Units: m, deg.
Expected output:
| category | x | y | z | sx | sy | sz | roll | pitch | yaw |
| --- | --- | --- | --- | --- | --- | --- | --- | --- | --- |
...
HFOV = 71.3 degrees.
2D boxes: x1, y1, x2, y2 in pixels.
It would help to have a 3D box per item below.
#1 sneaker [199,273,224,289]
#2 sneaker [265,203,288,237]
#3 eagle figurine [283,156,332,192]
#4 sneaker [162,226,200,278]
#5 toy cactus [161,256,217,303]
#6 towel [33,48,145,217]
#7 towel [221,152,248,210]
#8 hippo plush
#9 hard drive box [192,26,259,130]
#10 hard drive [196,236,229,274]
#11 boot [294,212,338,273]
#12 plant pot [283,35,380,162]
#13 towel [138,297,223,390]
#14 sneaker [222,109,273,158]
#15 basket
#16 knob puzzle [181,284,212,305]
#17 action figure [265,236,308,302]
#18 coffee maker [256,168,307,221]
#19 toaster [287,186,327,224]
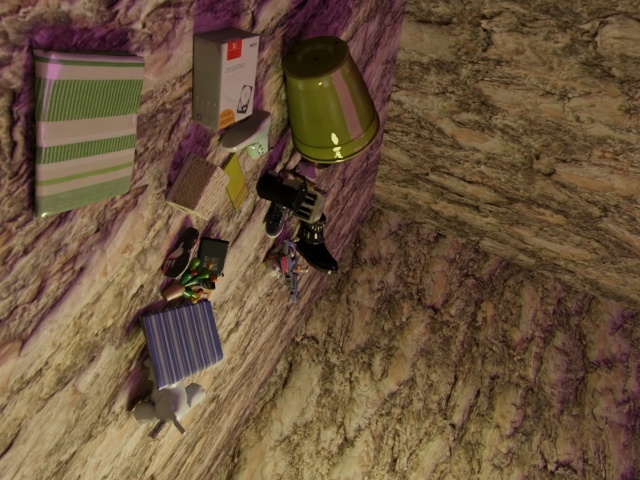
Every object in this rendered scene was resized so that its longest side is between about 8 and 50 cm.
| category | x | y | z | sx | sy | sz | roll | pitch | yaw |
| --- | --- | --- | --- | --- | --- | --- | --- | --- | --- |
| sneaker | -0.388 | 0.100 | 1.676 | 0.188 | 0.078 | 0.067 | -68 | 166 | 4 |
| sneaker | -0.187 | -0.135 | 1.984 | 0.163 | 0.086 | 0.226 | 108 | 1 | -66 |
| eagle figurine | -0.033 | -0.395 | 1.980 | 0.298 | 0.225 | 0.226 | -57 | 156 | 5 |
| sneaker | -0.437 | 0.047 | 1.446 | 0.178 | 0.072 | 0.077 | -58 | 175 | -9 |
| toy cactus | -0.448 | 0.154 | 1.518 | 0.180 | 0.112 | 0.219 | -35 | 166 | -38 |
| towel | -0.479 | -0.224 | 0.927 | 0.248 | 0.038 | 0.324 | -38 | 151 | -59 |
| towel | -0.308 | -0.208 | 1.602 | 0.237 | 0.021 | 0.102 | 84 | 27 | -61 |
| hippo plush | -0.561 | 0.513 | 1.576 | 0.294 | 0.235 | 0.236 | -69 | 150 | -81 |
| hard drive box | -0.263 | -0.449 | 1.235 | 0.181 | 0.089 | 0.232 | -50 | 158 | -50 |
| hard drive | -0.386 | 0.056 | 1.594 | 0.022 | 0.094 | 0.135 | -110 | -146 | -61 |
| boot | -0.004 | 0.000 | 2.438 | 0.131 | 0.348 | 0.260 | -10 | 130 | -48 |
| plant pot | 0.023 | -0.545 | 1.675 | 0.366 | 0.367 | 0.353 | -60 | 153 | -23 |
| towel | -0.467 | 0.341 | 1.534 | 0.336 | 0.040 | 0.243 | -7 | 81 | -66 |
| sneaker | -0.236 | -0.321 | 1.507 | 0.256 | 0.094 | 0.151 | -55 | 156 | -45 |
| basket | -0.359 | -0.155 | 1.326 | 0.167 | 0.103 | 0.113 | -63 | 165 | -7 |
| knob puzzle | -0.481 | 0.265 | 1.704 | 0.213 | 0.030 | 0.213 | -59 | 164 | -28 |
| action figure | -0.184 | 0.145 | 2.315 | 0.330 | 0.179 | 0.341 | -16 | 104 | -66 |
| coffee maker | -0.166 | -0.191 | 1.811 | 0.120 | 0.178 | 0.171 | 94 | 22 | -48 |
| toaster | -0.060 | -0.182 | 2.201 | 0.110 | 0.186 | 0.168 | -37 | 149 | -71 |
